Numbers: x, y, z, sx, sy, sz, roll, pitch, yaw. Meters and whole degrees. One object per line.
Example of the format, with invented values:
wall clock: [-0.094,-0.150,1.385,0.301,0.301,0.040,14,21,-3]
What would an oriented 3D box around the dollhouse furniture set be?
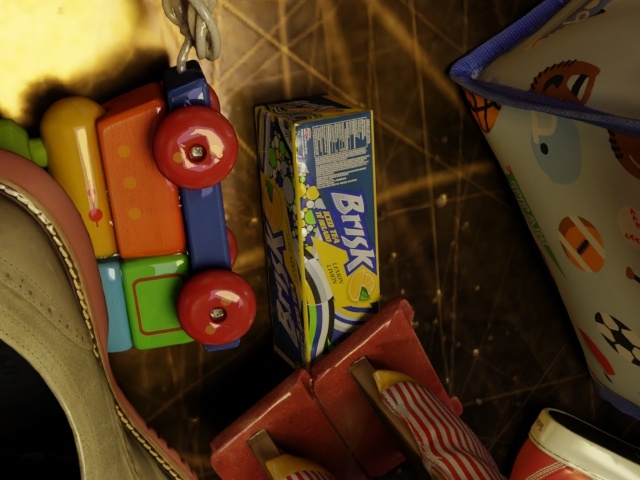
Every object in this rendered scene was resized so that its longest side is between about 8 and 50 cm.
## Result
dollhouse furniture set: [0.100,0.241,0.591,0.152,0.201,0.374,-35,129,-7]

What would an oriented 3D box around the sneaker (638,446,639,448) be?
sneaker: [0.296,0.223,0.805,0.081,0.080,0.211,26,94,-10]

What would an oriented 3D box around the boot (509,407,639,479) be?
boot: [0.248,0.262,0.731,0.244,0.088,0.176,25,98,7]

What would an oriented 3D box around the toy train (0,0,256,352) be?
toy train: [-0.119,-0.055,0.483,0.143,0.105,0.248,-9,112,-10]

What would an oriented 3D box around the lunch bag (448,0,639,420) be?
lunch bag: [0.293,0.011,0.539,0.239,0.385,0.328,-38,121,-10]

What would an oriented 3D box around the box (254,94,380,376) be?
box: [0.000,0.000,0.577,0.054,0.059,0.169,-12,112,-24]

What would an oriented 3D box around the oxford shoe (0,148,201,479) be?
oxford shoe: [-0.131,0.136,0.444,0.122,0.130,0.348,-17,116,4]
